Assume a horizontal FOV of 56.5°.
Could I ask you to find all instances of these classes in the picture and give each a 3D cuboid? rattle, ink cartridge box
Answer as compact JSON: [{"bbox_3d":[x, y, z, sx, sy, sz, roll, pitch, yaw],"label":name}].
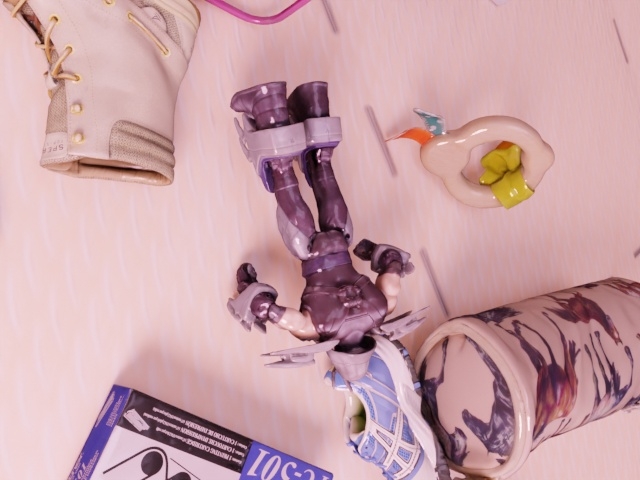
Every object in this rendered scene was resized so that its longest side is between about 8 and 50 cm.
[{"bbox_3d":[0.178,-0.133,0.735,0.199,0.130,0.143,17,58,-7],"label":"rattle"},{"bbox_3d":[-0.091,0.200,0.480,0.207,0.046,0.097,35,64,-28],"label":"ink cartridge box"}]

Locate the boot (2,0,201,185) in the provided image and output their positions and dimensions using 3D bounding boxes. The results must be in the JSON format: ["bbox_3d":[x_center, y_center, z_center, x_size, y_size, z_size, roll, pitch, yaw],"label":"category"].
[{"bbox_3d":[-0.196,-0.136,0.441,0.213,0.077,0.165,14,75,-38],"label":"boot"}]

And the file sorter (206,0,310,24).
[{"bbox_3d":[-0.054,-0.375,0.516,0.182,0.202,0.291,16,72,-38],"label":"file sorter"}]

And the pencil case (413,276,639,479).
[{"bbox_3d":[0.283,0.154,0.705,0.410,0.160,0.184,-5,71,-38],"label":"pencil case"}]

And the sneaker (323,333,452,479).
[{"bbox_3d":[0.067,0.200,0.594,0.081,0.080,0.211,-22,92,-22],"label":"sneaker"}]

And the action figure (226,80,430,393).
[{"bbox_3d":[0.000,0.000,0.549,0.185,0.099,0.285,-12,87,-35],"label":"action figure"}]

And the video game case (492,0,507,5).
[{"bbox_3d":[0.217,-0.468,0.851,0.183,0.023,0.202,23,68,-33],"label":"video game case"}]
